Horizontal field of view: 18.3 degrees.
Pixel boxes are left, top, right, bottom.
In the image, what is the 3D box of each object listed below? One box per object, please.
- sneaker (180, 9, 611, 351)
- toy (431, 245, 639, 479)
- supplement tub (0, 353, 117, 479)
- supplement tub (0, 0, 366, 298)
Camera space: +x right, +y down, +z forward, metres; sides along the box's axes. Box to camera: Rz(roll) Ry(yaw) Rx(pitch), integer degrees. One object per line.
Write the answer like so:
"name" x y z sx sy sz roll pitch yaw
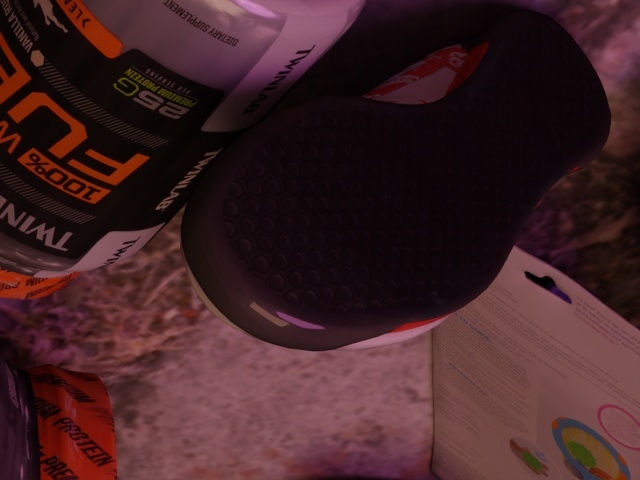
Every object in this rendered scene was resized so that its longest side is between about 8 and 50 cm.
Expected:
"sneaker" 0.001 0.001 0.753 0.145 0.270 0.090 -34 90 35
"toy" 0.118 0.075 0.962 0.056 0.137 0.237 -40 149 -28
"supplement tub" -0.269 0.122 0.859 0.338 0.207 0.207 7 138 -17
"supplement tub" -0.079 -0.067 0.735 0.117 0.117 0.190 20 132 -30
